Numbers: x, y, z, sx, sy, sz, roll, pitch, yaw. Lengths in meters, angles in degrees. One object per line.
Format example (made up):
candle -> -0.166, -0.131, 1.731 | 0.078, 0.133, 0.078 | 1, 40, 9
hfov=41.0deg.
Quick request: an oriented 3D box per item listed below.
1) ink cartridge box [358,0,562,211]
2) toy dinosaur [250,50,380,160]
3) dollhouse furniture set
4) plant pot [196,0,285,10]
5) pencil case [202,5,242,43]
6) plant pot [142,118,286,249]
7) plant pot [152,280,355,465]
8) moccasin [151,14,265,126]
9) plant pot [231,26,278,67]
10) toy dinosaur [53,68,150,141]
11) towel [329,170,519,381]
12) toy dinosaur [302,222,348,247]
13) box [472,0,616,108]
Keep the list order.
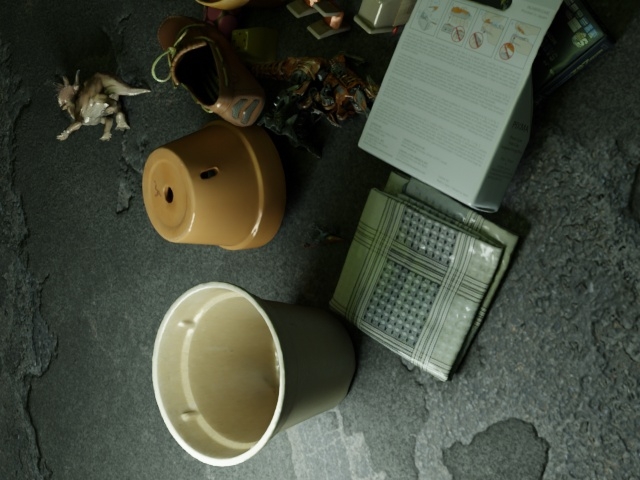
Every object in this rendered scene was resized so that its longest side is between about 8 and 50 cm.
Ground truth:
ink cartridge box -> 0.259, -0.286, 1.543 | 0.308, 0.091, 0.385 | 34, 107, 42
toy dinosaur -> -0.012, -0.297, 1.761 | 0.322, 0.164, 0.218 | 27, 90, 53
dollhouse furniture set -> 0.075, -0.515, 1.668 | 0.259, 0.135, 0.262 | 49, 142, 25
plant pot -> -0.156, -0.581, 1.824 | 0.205, 0.188, 0.205 | -2, 87, 37
pencil case -> -0.246, -0.452, 1.949 | 0.098, 0.095, 0.209 | 18, 100, 5
plant pot -> -0.240, -0.109, 1.814 | 0.290, 0.203, 0.291 | 16, 112, 45
plant pot -> -0.102, 0.246, 1.675 | 0.333, 0.305, 0.334 | -2, 87, 37
moccasin -> -0.260, -0.369, 1.799 | 0.139, 0.147, 0.380 | -53, 49, 25
plant pot -> -0.152, -0.430, 1.880 | 0.081, 0.083, 0.082 | 6, 92, 37
toy dinosaur -> -0.577, -0.368, 2.177 | 0.295, 0.127, 0.200 | -25, 66, 27
towel -> 0.183, 0.060, 1.627 | 0.312, 0.056, 0.324 | 31, 106, 34
toy dinosaur -> 0.000, 0.000, 1.777 | 0.090, 0.047, 0.082 | 48, 134, 17
box -> 0.373, -0.377, 1.500 | 0.183, 0.059, 0.233 | -39, 66, 30
